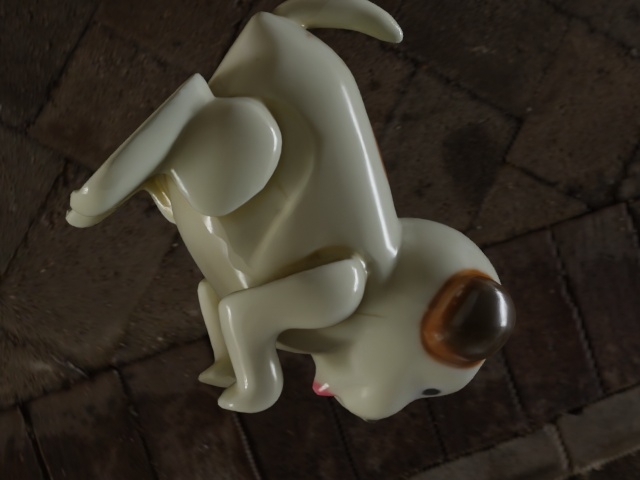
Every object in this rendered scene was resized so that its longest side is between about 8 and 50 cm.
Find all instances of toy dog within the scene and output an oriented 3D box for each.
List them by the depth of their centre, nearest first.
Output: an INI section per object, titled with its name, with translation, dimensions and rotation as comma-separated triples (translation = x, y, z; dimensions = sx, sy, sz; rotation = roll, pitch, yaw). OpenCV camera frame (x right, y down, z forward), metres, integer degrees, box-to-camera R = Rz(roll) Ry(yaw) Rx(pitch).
[toy dog]
translation = 0.000, 0.000, 1.208
dimensions = 0.408, 0.284, 0.395
rotation = 45, 70, -8
